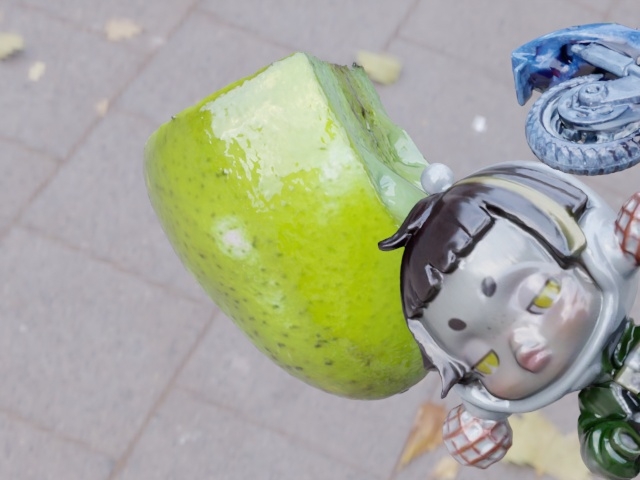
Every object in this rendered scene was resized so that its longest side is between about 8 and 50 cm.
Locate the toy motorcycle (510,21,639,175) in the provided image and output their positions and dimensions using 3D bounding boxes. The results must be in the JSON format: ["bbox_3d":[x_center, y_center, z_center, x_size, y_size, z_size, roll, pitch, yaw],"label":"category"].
[{"bbox_3d":[0.229,-0.088,0.952,0.254,0.092,0.135,-5,38,11],"label":"toy motorcycle"}]

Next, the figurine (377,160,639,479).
[{"bbox_3d":[0.206,0.076,1.351,0.370,0.281,0.167,39,29,6],"label":"figurine"}]

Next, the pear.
[{"bbox_3d":[0.000,0.000,1.641,0.318,0.238,0.342,61,11,4],"label":"pear"}]
